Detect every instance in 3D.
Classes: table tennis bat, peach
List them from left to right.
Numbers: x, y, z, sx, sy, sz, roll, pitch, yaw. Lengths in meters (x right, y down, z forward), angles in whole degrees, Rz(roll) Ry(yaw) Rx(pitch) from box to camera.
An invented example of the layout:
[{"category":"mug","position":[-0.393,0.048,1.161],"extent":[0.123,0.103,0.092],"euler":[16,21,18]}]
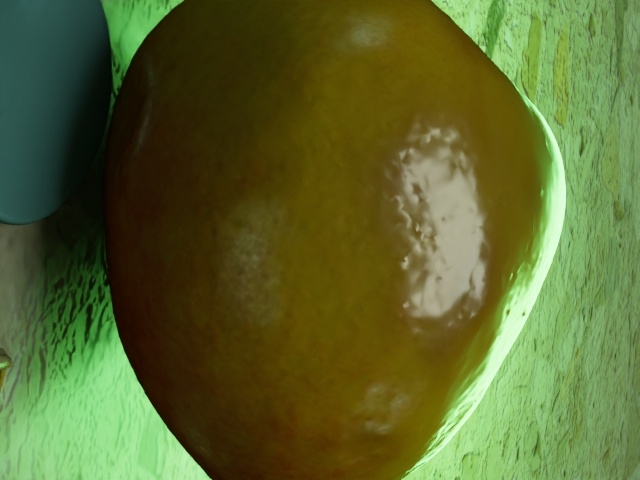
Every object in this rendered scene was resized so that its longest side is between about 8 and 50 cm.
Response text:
[{"category":"table tennis bat","position":[-0.162,-0.125,0.967],"extent":[0.149,0.038,0.237],"euler":[-32,127,-57]},{"category":"peach","position":[-0.003,-0.001,1.050],"extent":[0.308,0.289,0.289],"euler":[-56,149,-7]}]

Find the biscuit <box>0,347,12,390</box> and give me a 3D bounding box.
[{"category":"biscuit","position":[-0.267,0.259,0.684],"extent":[0.429,0.104,0.446],"euler":[-49,154,-57]}]
